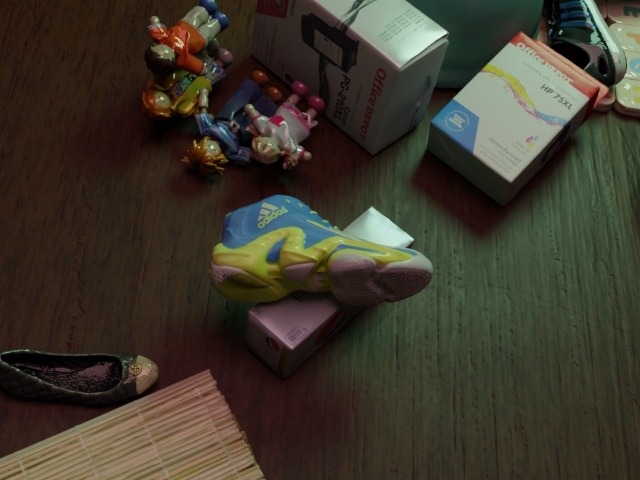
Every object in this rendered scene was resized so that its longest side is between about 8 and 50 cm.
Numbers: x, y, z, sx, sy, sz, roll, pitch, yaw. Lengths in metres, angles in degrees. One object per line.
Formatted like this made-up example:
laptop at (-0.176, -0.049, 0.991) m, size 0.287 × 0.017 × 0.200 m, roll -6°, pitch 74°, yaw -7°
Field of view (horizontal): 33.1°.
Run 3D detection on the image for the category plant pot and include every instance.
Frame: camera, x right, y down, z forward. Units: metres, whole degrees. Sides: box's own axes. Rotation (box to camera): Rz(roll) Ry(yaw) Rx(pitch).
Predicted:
plant pot at (0.181, -0.383, 1.485) m, size 0.293 × 0.196 × 0.293 m, roll 3°, pitch 55°, yaw -5°

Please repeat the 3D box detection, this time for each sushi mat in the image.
sushi mat at (-0.220, 0.251, 1.096) m, size 0.317 × 0.019 × 0.151 m, roll -21°, pitch 61°, yaw -22°

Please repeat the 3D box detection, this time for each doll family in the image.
doll family at (-0.130, -0.167, 1.360) m, size 0.263 × 0.118 × 0.163 m, roll 41°, pitch 51°, yaw -4°

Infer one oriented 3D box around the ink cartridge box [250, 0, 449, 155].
ink cartridge box at (0.032, -0.252, 1.390) m, size 0.237 × 0.172 × 0.100 m, roll 41°, pitch 59°, yaw 18°

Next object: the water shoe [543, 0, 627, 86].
water shoe at (0.350, -0.296, 1.515) m, size 0.080 × 0.073 × 0.203 m, roll -19°, pitch 59°, yaw -16°

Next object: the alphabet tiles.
alphabet tiles at (0.422, -0.297, 1.582) m, size 0.278 × 0.021 × 0.284 m, roll 9°, pitch 54°, yaw -4°

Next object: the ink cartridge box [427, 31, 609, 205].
ink cartridge box at (0.264, -0.174, 1.402) m, size 0.134 × 0.078 × 0.231 m, roll 39°, pitch 74°, yaw 17°

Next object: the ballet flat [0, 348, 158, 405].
ballet flat at (-0.259, 0.142, 1.144) m, size 0.173 × 0.049 × 0.057 m, roll 0°, pitch 57°, yaw -10°

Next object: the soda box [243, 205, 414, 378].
soda box at (0.010, 0.058, 1.234) m, size 0.069 × 0.074 × 0.216 m, roll 40°, pitch 58°, yaw 18°

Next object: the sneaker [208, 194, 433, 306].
sneaker at (0.000, 0.000, 1.171) m, size 0.240 × 0.091 × 0.126 m, roll 1°, pitch 54°, yaw -6°
